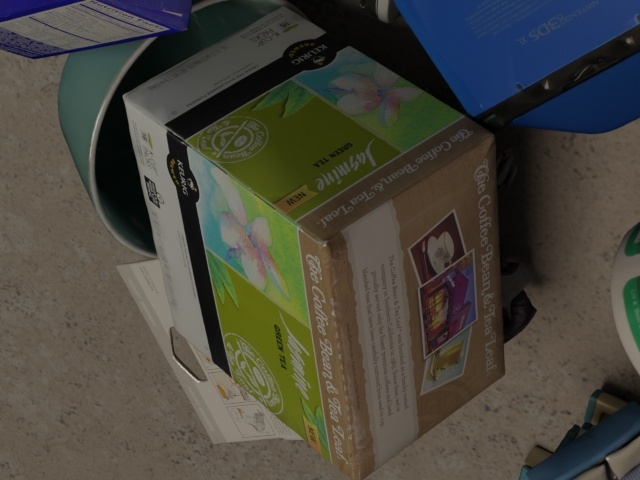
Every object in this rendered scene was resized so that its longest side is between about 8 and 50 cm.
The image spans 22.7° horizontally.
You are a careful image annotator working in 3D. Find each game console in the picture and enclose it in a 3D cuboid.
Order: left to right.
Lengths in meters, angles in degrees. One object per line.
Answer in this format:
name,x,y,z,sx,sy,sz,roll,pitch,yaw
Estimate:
game console,0.256,-0.217,1.428,0.293,0.173,0.250,-28,98,46

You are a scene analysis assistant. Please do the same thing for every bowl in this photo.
bowl,-0.160,-0.152,1.721,0.163,0.311,0.312,36,142,38

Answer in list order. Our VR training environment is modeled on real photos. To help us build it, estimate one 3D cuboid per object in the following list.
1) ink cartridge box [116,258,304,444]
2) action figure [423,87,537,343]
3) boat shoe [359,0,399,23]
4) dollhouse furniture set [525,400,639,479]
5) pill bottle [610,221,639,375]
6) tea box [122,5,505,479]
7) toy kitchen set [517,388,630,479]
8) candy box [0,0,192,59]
ink cartridge box,-0.091,0.123,2.028,0.261,0.066,0.296,-7,118,41
action figure,0.146,-0.036,1.698,0.185,0.099,0.285,2,120,52
boat shoe,0.061,-0.282,1.600,0.040,0.049,0.142,24,136,21
dollhouse furniture set,0.401,0.309,1.591,0.286,0.303,0.198,58,179,-16
pill bottle,0.458,0.025,1.429,0.361,0.204,0.204,-24,107,46
tea box,0.000,0.000,1.608,0.323,0.220,0.329,35,147,38
toy kitchen set,0.271,0.274,1.799,0.122,0.166,0.207,24,134,19
candy box,-0.238,-0.334,1.581,0.317,0.122,0.268,-1,79,52
